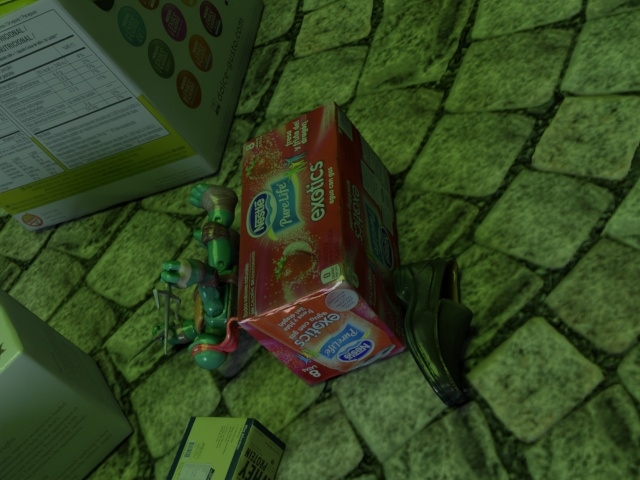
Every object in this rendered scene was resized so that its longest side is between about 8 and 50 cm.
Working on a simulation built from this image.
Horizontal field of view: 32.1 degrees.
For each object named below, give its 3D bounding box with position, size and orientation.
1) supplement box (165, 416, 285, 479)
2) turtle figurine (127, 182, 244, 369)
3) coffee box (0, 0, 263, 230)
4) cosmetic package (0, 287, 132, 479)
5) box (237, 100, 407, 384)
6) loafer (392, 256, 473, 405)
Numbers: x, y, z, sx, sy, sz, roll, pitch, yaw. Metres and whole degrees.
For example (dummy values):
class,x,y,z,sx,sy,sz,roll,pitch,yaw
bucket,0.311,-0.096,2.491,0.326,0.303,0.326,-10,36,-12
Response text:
class,x,y,z,sx,sy,sz,roll,pitch,yaw
supplement box,-0.093,0.219,1.072,0.083,0.056,0.083,-5,52,37
turtle figurine,-0.128,0.061,1.205,0.175,0.118,0.234,117,165,-48
coffee box,-0.330,-0.271,1.489,0.338,0.334,0.338,-15,47,29
cosmetic package,-0.336,0.175,1.212,0.151,0.184,0.151,-43,40,-1
box,0.000,0.000,1.137,0.122,0.128,0.257,-24,43,21
loafer,0.112,0.076,1.032,0.061,0.062,0.170,-25,44,13
